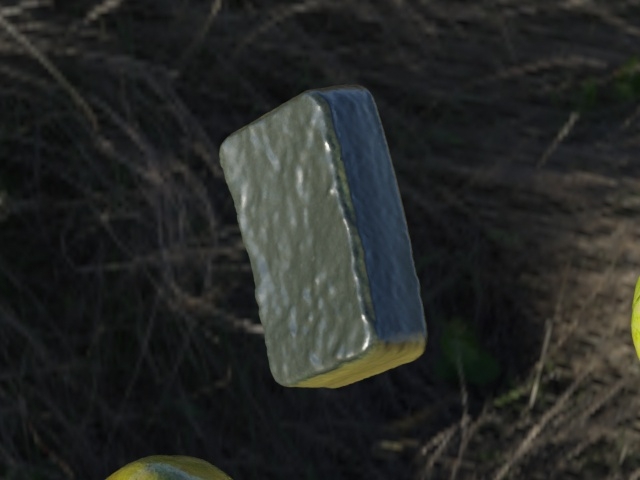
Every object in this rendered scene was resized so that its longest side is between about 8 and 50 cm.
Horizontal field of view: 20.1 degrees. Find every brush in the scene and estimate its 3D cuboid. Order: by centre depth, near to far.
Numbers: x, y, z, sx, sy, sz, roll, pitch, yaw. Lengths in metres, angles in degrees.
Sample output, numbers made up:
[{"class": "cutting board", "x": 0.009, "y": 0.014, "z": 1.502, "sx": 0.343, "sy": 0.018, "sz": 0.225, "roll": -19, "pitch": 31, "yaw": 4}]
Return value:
[{"class": "brush", "x": 0.000, "y": 0.000, "z": 1.247, "sx": 0.059, "sy": 0.123, "sz": 0.197, "roll": -4, "pitch": 75, "yaw": -39}]

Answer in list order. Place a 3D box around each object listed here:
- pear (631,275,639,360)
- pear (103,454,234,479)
[{"class": "pear", "x": 0.479, "y": 0.086, "z": 1.725, "sx": 0.391, "sy": 0.391, "sz": 0.391, "roll": 1, "pitch": 52, "yaw": -2}, {"class": "pear", "x": -0.161, "y": 0.318, "z": 1.904, "sx": 0.200, "sy": 0.200, "sz": 0.200, "roll": 1, "pitch": 52, "yaw": -2}]
